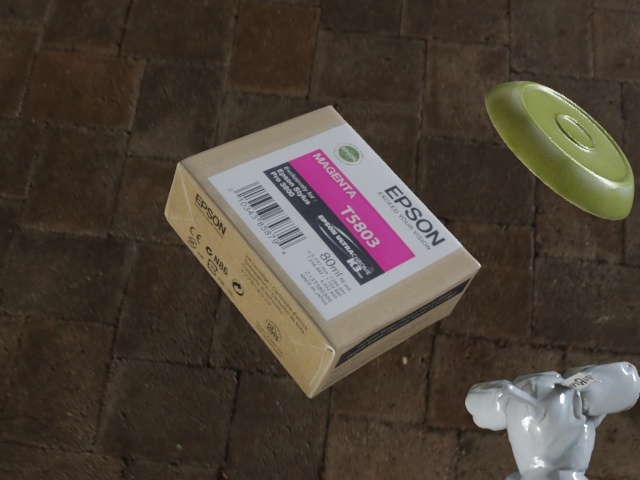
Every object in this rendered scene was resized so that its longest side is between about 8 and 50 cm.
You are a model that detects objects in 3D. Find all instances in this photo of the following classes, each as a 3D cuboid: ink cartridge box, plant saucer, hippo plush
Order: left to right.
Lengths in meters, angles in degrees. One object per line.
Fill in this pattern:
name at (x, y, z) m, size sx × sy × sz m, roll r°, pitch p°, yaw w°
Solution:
ink cartridge box at (0.000, 0.000, 0.831) m, size 0.193 × 0.088 × 0.234 m, roll -27°, pitch 66°, yaw -34°
plant saucer at (0.317, -0.128, 1.136) m, size 0.241 × 0.037 × 0.241 m, roll 26°, pitch 36°, yaw -21°
hippo plush at (0.348, 0.301, 1.233) m, size 0.234 × 0.294 × 0.236 m, roll -8°, pitch 81°, yaw -5°
